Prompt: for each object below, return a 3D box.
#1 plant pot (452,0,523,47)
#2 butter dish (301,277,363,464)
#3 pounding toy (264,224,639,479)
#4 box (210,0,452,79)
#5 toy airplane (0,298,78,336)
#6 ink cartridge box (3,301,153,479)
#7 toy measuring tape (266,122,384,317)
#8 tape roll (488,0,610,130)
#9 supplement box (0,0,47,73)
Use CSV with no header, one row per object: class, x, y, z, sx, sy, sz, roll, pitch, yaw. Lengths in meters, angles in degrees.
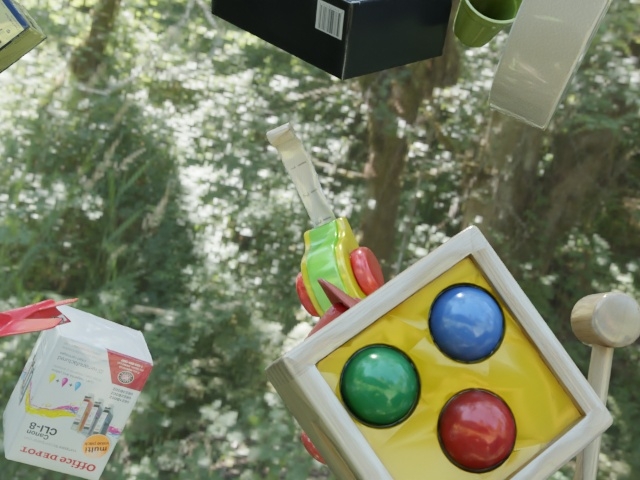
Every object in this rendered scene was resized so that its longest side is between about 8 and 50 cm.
plant pot,0.197,-0.275,1.051,0.083,0.083,0.079,11,-24,-9
butter dish,0.035,0.137,0.725,0.160,0.118,0.160,39,-13,45
pounding toy,0.108,0.084,0.477,0.206,0.181,0.094,-34,-5,-16
box,0.010,-0.308,1.107,0.184,0.103,0.261,-24,43,-36
toy airplane,-0.288,0.075,0.820,0.151,0.028,0.151,-10,0,0
ink cartridge box,-0.319,0.197,1.132,0.128,0.176,0.127,23,7,-25
toy measuring tape,0.000,0.000,1.176,0.121,0.330,0.121,-24,4,2
tape roll,0.286,-0.300,0.893,0.072,0.392,0.392,27,6,11
supplement box,-0.414,-0.267,1.124,0.056,0.083,0.083,53,1,-3
